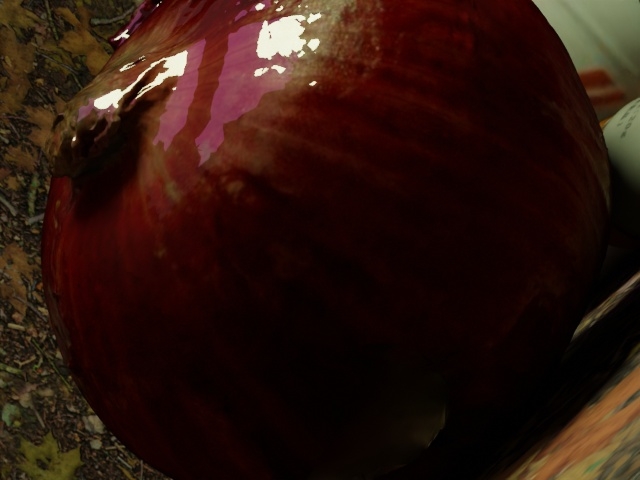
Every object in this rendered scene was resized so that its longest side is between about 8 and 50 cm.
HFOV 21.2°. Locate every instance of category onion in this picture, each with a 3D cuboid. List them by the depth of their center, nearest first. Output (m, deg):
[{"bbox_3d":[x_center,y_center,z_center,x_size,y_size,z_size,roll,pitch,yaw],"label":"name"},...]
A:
[{"bbox_3d":[0.002,0.006,0.971,0.341,0.341,0.341,-41,-2,-1],"label":"onion"}]

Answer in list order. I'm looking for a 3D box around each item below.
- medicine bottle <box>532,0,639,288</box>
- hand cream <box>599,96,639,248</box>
[{"bbox_3d":[0.123,-0.060,1.227,0.302,0.241,0.241,-42,-2,9],"label":"medicine bottle"},{"bbox_3d":[0.229,-0.051,0.936,0.139,0.089,0.314,-44,6,-19],"label":"hand cream"}]
